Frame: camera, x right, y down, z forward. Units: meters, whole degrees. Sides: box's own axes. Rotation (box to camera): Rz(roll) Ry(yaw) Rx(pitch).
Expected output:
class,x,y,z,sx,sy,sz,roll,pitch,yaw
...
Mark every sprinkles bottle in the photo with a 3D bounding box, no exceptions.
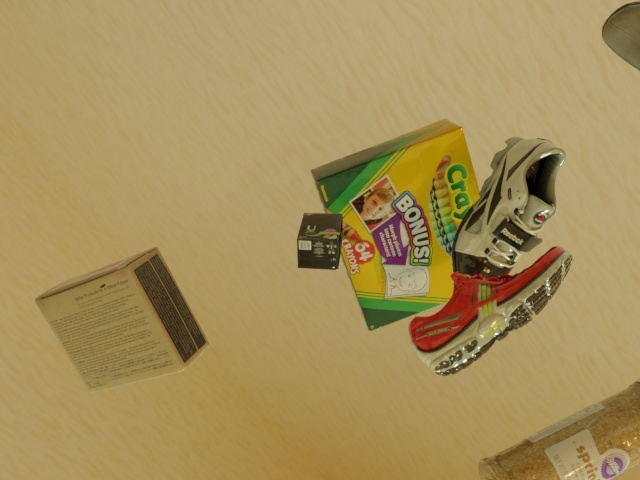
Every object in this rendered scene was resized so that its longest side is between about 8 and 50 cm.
class,x,y,z,sx,sy,sz,roll,pitch,yaw
sprinkles bottle,0.439,0.338,1.190,0.355,0.121,0.121,-23,-164,-9

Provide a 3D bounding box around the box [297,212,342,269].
class,x,y,z,sx,sy,sz,roll,pitch,yaw
box,0.000,0.000,1.079,0.062,0.052,0.083,3,-151,5

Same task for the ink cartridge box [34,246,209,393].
class,x,y,z,sx,sy,sz,roll,pitch,yaw
ink cartridge box,-0.328,0.136,1.206,0.235,0.193,0.088,-18,-166,32

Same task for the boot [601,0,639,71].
class,x,y,z,sx,sy,sz,roll,pitch,yaw
boot,0.438,-0.192,0.855,0.161,0.246,0.083,-41,164,-52

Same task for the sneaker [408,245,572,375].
class,x,y,z,sx,sy,sz,roll,pitch,yaw
sneaker,0.252,0.081,1.096,0.279,0.107,0.118,-34,-119,-5

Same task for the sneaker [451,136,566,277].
class,x,y,z,sx,sy,sz,roll,pitch,yaw
sneaker,0.346,-0.034,1.325,0.146,0.122,0.330,19,-90,67

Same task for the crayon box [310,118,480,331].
class,x,y,z,sx,sy,sz,roll,pitch,yaw
crayon box,0.186,-0.030,1.545,0.313,0.363,0.106,-21,-158,-1
